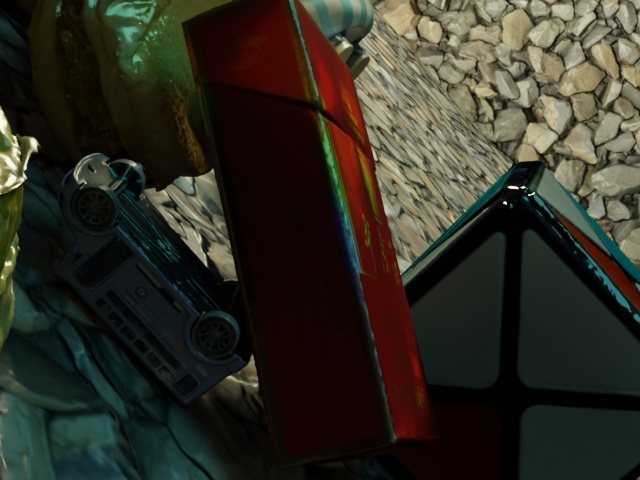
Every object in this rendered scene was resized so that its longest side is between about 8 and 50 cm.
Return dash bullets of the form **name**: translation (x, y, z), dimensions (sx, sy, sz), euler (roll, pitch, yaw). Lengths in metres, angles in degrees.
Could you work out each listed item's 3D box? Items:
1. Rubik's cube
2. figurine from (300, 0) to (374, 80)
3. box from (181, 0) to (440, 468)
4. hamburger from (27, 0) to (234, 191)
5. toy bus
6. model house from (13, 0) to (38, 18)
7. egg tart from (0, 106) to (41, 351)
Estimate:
- **Rubik's cube**: translation (0.174, 0.102, 1.050), dimensions (0.250, 0.248, 0.246), euler (48, 15, 1)
- **figurine**: translation (0.036, -0.498, 1.853), dimensions (0.361, 0.377, 0.266), euler (50, 16, 10)
- **box**: translation (0.000, 0.001, 0.853), dimensions (0.197, 0.089, 0.313), euler (29, 46, -73)
- **hamburger**: translation (-0.133, -0.143, 0.922), dimensions (0.214, 0.108, 0.214), euler (-1, 91, -61)
- **toy bus**: translation (-0.116, 0.024, 0.776), dimensions (0.167, 0.076, 0.073), euler (48, 17, -9)
- **model house**: translation (-0.197, -0.358, 1.007), dimensions (0.280, 0.312, 0.245), euler (42, 19, -41)
- **egg tart**: translation (-0.240, -0.047, 0.548), dimensions (0.290, 0.115, 0.290), euler (42, 16, -16)
